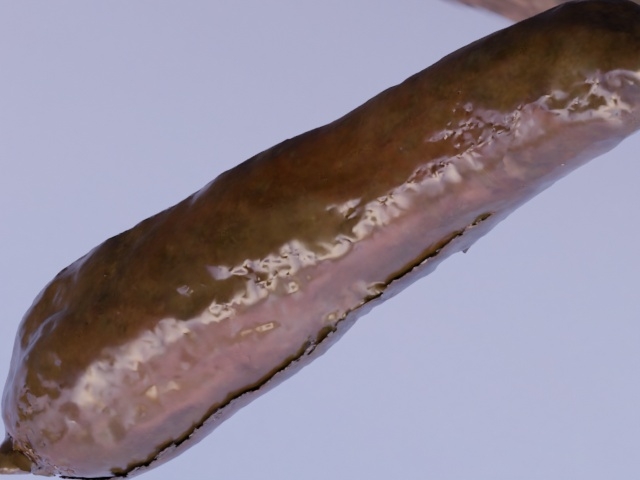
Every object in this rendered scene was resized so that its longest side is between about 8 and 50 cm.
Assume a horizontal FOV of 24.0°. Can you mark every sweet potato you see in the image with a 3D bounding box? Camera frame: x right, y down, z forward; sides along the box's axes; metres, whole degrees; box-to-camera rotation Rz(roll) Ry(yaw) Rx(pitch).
[{"bbox_3d":[0.000,0.000,0.482,0.075,0.273,0.075,45,-155,-29],"label":"sweet potato"}]
